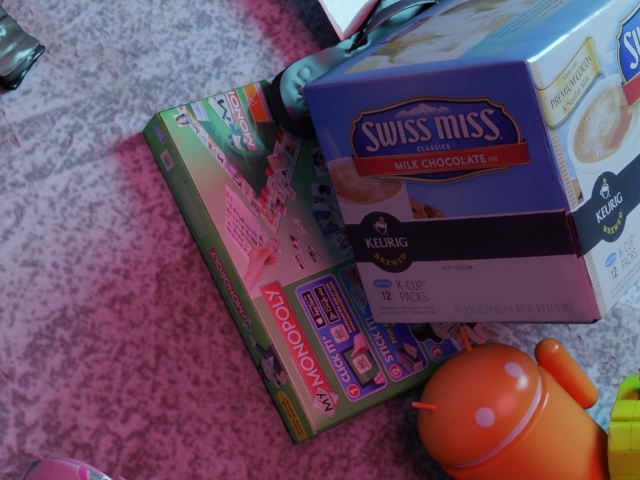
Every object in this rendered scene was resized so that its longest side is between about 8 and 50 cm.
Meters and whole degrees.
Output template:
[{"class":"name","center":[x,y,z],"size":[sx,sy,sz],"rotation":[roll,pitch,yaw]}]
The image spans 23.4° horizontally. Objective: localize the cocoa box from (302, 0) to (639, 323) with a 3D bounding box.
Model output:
[{"class":"cocoa box","center":[0.192,-0.103,1.361],"size":[0.347,0.231,0.228],"rotation":[-37,117,-45]}]

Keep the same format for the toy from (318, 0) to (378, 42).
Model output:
[{"class":"toy","center":[0.060,-0.207,1.518],"size":[0.137,0.056,0.237],"rotation":[-33,92,-36]}]

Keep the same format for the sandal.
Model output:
[{"class":"sandal","center":[0.064,-0.175,1.445],"size":[0.254,0.054,0.097],"rotation":[-41,97,-30]}]

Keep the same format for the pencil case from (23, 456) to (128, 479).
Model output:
[{"class":"pencil case","center":[-0.213,0.305,1.135],"size":[0.124,0.124,0.284],"rotation":[28,62,-14]}]

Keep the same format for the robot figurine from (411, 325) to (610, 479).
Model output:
[{"class":"robot figurine","center":[0.172,0.179,1.363],"size":[0.219,0.158,0.128],"rotation":[44,20,-20]}]

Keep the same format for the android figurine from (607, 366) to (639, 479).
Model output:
[{"class":"android figurine","center":[0.307,0.235,1.385],"size":[0.248,0.056,0.273],"rotation":[-13,100,-65]}]

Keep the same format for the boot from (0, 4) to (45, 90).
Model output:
[{"class":"boot","center":[-0.354,-0.153,1.279],"size":[0.246,0.083,0.161],"rotation":[-37,95,-31]}]

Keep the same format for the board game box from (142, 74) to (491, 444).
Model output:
[{"class":"board game box","center":[0.000,0.000,1.410],"size":[0.213,0.046,0.317],"rotation":[-21,81,-31]}]
